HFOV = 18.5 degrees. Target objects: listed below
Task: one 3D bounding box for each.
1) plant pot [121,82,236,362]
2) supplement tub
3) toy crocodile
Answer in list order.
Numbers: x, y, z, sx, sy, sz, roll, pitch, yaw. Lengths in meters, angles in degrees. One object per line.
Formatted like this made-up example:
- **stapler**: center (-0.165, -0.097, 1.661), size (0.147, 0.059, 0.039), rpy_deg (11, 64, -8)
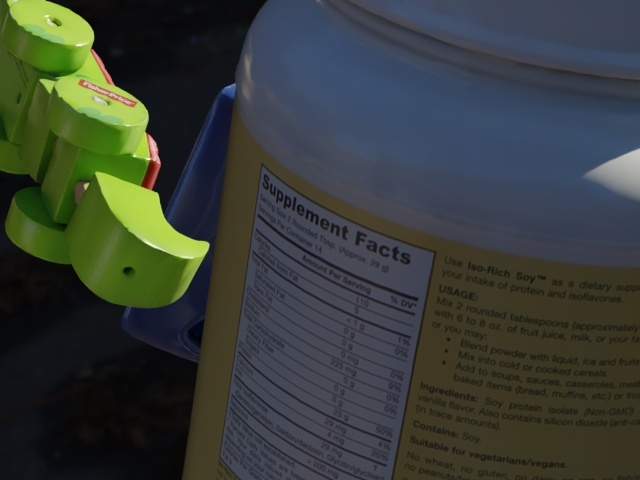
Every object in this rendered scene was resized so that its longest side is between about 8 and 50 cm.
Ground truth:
- **plant pot**: center (0.000, 0.000, 1.665), size (0.212, 0.236, 0.236), rpy_deg (28, 19, 10)
- **supplement tub**: center (0.072, 0.018, 0.819), size (0.241, 0.331, 0.241), rpy_deg (8, 25, -4)
- **toy crocodile**: center (-0.170, -0.076, 1.360), size (0.105, 0.115, 0.340), rpy_deg (10, 26, -29)
